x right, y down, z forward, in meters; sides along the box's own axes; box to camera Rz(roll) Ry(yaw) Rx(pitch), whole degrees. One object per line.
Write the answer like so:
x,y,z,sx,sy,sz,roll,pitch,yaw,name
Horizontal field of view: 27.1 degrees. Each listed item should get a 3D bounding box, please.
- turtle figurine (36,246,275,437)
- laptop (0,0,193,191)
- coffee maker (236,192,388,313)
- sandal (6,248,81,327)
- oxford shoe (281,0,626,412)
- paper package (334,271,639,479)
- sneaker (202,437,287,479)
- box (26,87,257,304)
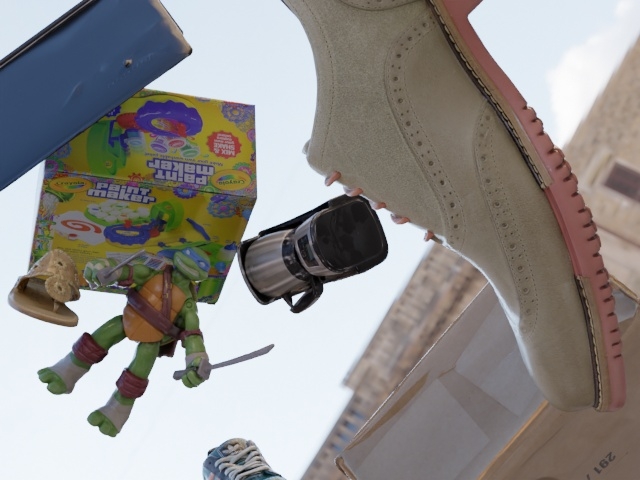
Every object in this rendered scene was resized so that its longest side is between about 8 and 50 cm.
-0.245,0.126,1.741,0.198,0.274,0.266,34,-81,-32,turtle figurine
-0.344,-0.176,1.881,0.382,0.236,0.408,-35,-15,1,laptop
0.000,0.000,1.780,0.120,0.178,0.171,51,-130,-16,coffee maker
-0.344,0.047,1.670,0.240,0.088,0.079,-159,86,-72,sandal
0.071,-0.054,0.856,0.146,0.397,0.140,-26,1,1,oxford shoe
0.232,0.199,1.351,0.325,0.168,0.309,-50,-43,5,paper package
-0.122,0.358,1.988,0.108,0.121,0.302,-16,-5,-20,sneaker
-0.262,-0.065,1.920,0.279,0.290,0.177,116,157,-51,box
